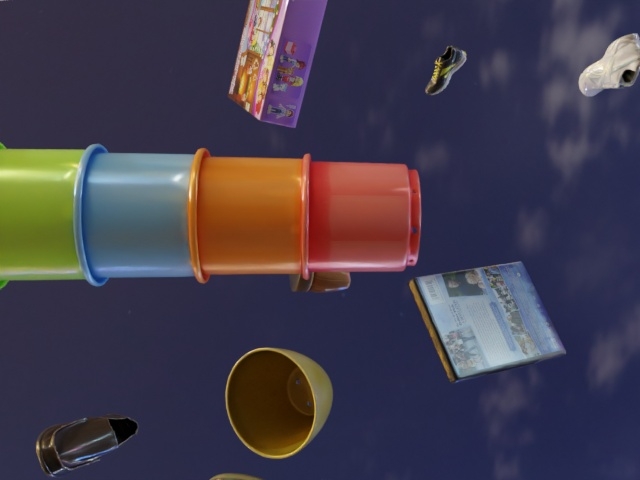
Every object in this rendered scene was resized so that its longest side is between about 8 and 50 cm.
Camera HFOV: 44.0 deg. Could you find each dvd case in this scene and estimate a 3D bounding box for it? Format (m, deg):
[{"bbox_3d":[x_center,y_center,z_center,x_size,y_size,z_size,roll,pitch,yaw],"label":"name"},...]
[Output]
[{"bbox_3d":[0.280,0.130,1.315,0.253,0.180,0.022,-6,-26,-32],"label":"dvd case"}]

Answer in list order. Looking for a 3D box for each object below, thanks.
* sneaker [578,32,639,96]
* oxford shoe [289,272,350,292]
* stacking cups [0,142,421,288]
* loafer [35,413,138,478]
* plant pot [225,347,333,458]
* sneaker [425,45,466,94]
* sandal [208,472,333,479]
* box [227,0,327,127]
[{"bbox_3d":[0.460,-0.261,1.252,0.054,0.152,0.061,-16,-105,-15],"label":"sneaker"},{"bbox_3d":[0.000,0.000,1.004,0.076,0.212,0.076,9,-56,-11],"label":"oxford shoe"},{"bbox_3d":[-0.102,-0.019,0.460,0.316,0.096,0.096,-2,-66,2],"label":"stacking cups"},{"bbox_3d":[-0.372,0.317,1.280,0.078,0.220,0.080,-24,-95,17],"label":"loafer"},{"bbox_3d":[-0.037,0.197,0.997,0.134,0.095,0.134,0,-89,31],"label":"plant pot"},{"bbox_3d":[0.182,-0.259,1.194,0.035,0.031,0.083,32,-81,-39],"label":"sneaker"},{"bbox_3d":[-0.033,0.375,1.023,0.303,0.086,0.120,-5,-60,31],"label":"sandal"},{"bbox_3d":[-0.053,-0.322,1.111,0.057,0.201,0.293,9,-75,-23],"label":"box"}]
